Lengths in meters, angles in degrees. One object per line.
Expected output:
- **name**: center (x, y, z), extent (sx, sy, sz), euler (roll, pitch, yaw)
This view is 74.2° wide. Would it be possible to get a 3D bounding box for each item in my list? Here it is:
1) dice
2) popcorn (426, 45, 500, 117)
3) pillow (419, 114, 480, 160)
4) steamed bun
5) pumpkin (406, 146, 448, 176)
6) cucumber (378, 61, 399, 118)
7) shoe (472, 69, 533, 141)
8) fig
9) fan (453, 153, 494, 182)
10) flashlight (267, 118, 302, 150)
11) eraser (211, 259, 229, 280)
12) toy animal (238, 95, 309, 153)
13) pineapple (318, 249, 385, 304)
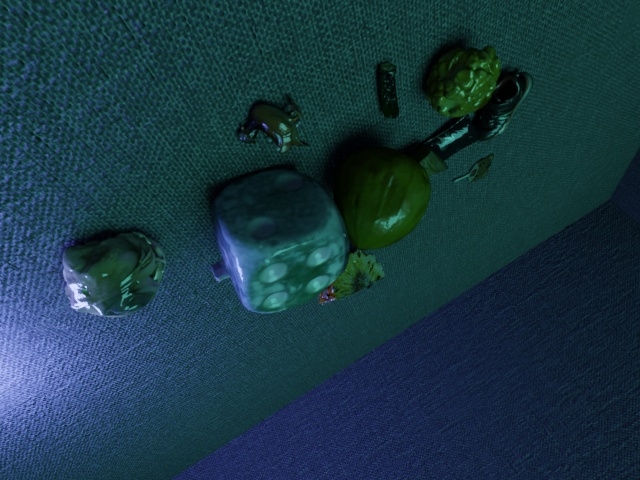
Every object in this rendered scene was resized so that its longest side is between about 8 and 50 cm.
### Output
- **dice**: center (-0.130, -0.001, 1.322), extent (0.348, 0.330, 0.328), euler (-18, 143, -18)
- **popcorn**: center (0.450, -0.496, 1.328), extent (0.235, 0.181, 0.217), euler (-44, 148, 24)
- **pillow**: center (0.491, -0.374, 1.611), extent (0.208, 0.055, 0.141), euler (-32, 135, 18)
- **steamed bun**: center (-0.581, 0.129, 1.225), extent (0.268, 0.207, 0.280), euler (-7, 140, -36)
- **pumpkin**: center (0.358, -0.279, 1.582), extent (0.217, 0.217, 0.110), euler (-24, 108, -14)
- **cucumber**: center (0.208, -0.452, 1.290), extent (0.058, 0.058, 0.187), euler (-31, 147, -5)
- **shoe**: center (0.655, -0.493, 1.568), extent (0.137, 0.114, 0.291), euler (-4, 135, -45)
- **fig**: center (0.194, -0.134, 1.410), extent (0.343, 0.343, 0.343), euler (-23, 146, -17)
- **fan**: center (0.699, -0.309, 1.944), extent (0.227, 0.008, 0.152), euler (-24, 147, -16)
- **flashlight**: center (-0.100, -0.313, 1.228), extent (0.110, 0.031, 0.052), euler (-40, 111, 1)
- **eraser**: center (-0.335, 0.099, 1.527), extent (0.105, 0.065, 0.026), euler (-25, 147, -12)
- **toy animal**: center (-0.120, -0.298, 1.170), extent (0.179, 0.089, 0.188), euler (-37, 128, 14)
- **pineapple**: center (0.065, 0.140, 1.871), extent (0.344, 0.209, 0.286), euler (-21, -178, -39)
